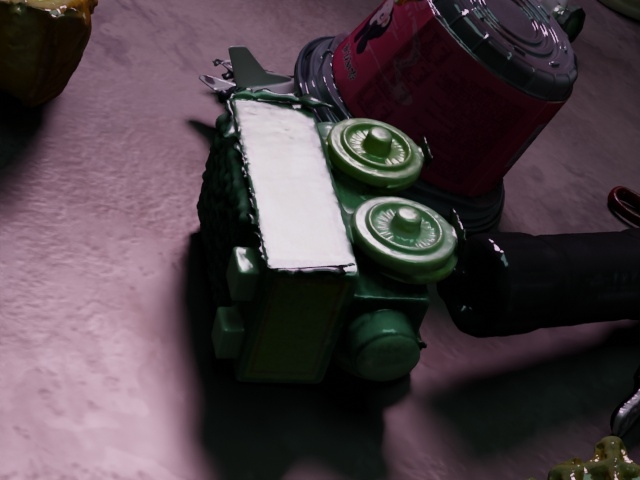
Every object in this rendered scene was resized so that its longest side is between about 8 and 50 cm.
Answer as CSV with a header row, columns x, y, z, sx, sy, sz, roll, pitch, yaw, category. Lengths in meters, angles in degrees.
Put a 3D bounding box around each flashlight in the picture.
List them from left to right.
x,y,z,sx,sy,sz,roll,pitch,yaw,category
0.274,0.034,1.346,0.424,0.103,0.103,-3,41,-40,flashlight

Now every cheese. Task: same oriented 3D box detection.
x,y,z,sx,sy,sz,roll,pitch,yaw,category
0.301,0.117,1.304,0.036,0.086,0.162,32,49,25,cheese

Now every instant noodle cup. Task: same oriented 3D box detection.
x,y,z,sx,sy,sz,roll,pitch,yaw,category
0.129,-0.157,1.423,0.258,0.181,0.302,19,39,-34,instant noodle cup

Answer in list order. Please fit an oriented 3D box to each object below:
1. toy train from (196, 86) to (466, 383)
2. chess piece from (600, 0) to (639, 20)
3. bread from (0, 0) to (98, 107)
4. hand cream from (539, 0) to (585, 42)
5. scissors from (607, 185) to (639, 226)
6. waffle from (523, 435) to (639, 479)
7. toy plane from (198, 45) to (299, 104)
x,y,z,sx,sy,sz,roll,pitch,yaw,category
0.000,0.000,1.225,0.188,0.159,0.271,3,41,-18,toy train
0.479,-0.451,1.981,0.176,0.298,0.175,15,37,-12,chess piece
-0.284,-0.208,1.357,0.143,0.139,0.229,14,28,-14,bread
0.191,-0.344,1.891,0.336,0.076,0.121,36,34,30,hand cream
0.429,0.009,1.571,0.248,0.017,0.144,41,39,24,scissors
0.210,0.244,1.034,0.208,0.054,0.214,-37,55,-22,waffle
-0.023,-0.144,1.484,0.160,0.082,0.234,36,20,36,toy plane
